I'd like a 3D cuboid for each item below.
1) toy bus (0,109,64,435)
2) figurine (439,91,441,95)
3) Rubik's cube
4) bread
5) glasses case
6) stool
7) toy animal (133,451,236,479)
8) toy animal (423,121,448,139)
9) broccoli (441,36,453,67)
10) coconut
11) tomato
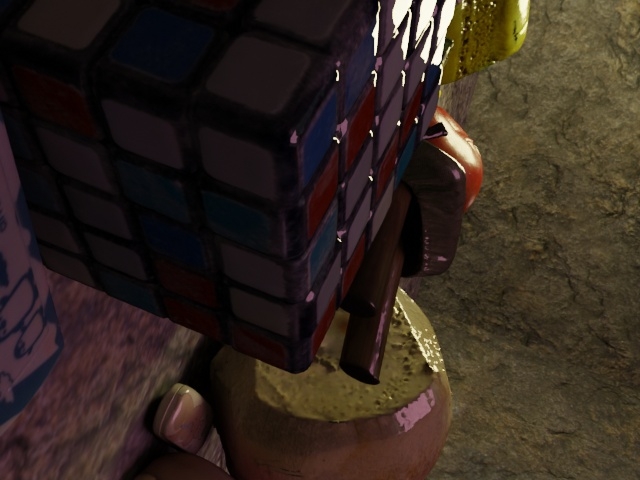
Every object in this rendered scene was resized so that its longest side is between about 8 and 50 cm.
[{"bbox_3d":[-0.240,-0.007,0.523,0.297,0.131,0.106,97,18,-50],"label":"toy bus"},{"bbox_3d":[0.193,-0.335,1.987,0.178,0.109,0.129,-27,110,-72],"label":"figurine"},{"bbox_3d":[-0.083,-0.128,0.640,0.292,0.287,0.293,89,25,-57],"label":"Rubik's cube"},{"bbox_3d":[0.261,-0.455,1.719,0.376,0.251,0.208,68,3,-68],"label":"bread"},{"bbox_3d":[-0.194,0.258,1.324,0.204,0.051,0.081,75,36,-69],"label":"glasses case"},{"bbox_3d":[0.000,0.000,1.154,0.310,0.311,0.226,80,33,-62],"label":"stool"},{"bbox_3d":[-0.169,0.474,1.338,0.246,0.278,0.345,-51,165,-17],"label":"toy animal"},{"bbox_3d":[0.077,-0.148,1.181,0.148,0.084,0.232,-40,157,-1],"label":"toy animal"},{"bbox_3d":[0.111,-0.300,1.457,0.226,0.176,0.198,-52,-172,3],"label":"broccoli"},{"bbox_3d":[0.018,0.257,1.476,0.404,0.405,0.404,20,90,-78],"label":"coconut"},{"bbox_3d":[0.152,-0.153,1.705,0.226,0.298,0.298,-39,176,17],"label":"tomato"}]
